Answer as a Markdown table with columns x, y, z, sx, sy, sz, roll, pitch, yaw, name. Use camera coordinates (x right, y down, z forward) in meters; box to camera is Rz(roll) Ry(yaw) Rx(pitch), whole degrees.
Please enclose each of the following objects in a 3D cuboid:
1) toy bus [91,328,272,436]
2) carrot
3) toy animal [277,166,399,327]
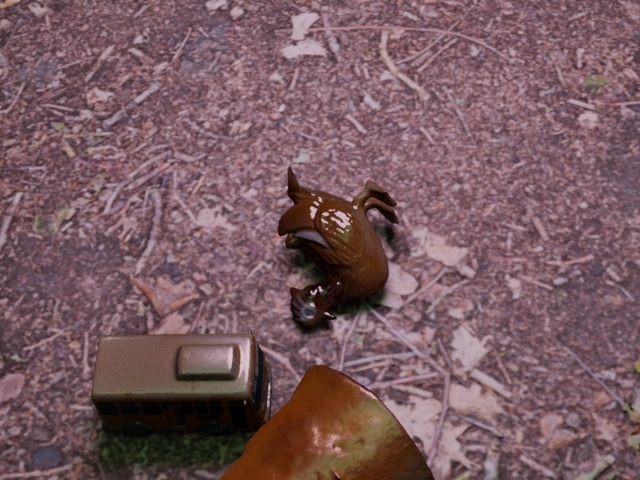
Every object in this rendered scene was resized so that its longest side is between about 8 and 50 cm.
| x | y | z | sx | sy | sz | roll | pitch | yaw | name |
| --- | --- | --- | --- | --- | --- | --- | --- | --- | --- |
| -0.147 | 0.151 | 1.271 | 0.182 | 0.103 | 0.091 | -1 | 56 | 4 | toy bus |
| -0.036 | 0.267 | 1.132 | 0.254 | 0.196 | 0.196 | -38 | 61 | -20 | carrot |
| 0.000 | 0.000 | 1.384 | 0.188 | 0.089 | 0.179 | 41 | 82 | 22 | toy animal |
